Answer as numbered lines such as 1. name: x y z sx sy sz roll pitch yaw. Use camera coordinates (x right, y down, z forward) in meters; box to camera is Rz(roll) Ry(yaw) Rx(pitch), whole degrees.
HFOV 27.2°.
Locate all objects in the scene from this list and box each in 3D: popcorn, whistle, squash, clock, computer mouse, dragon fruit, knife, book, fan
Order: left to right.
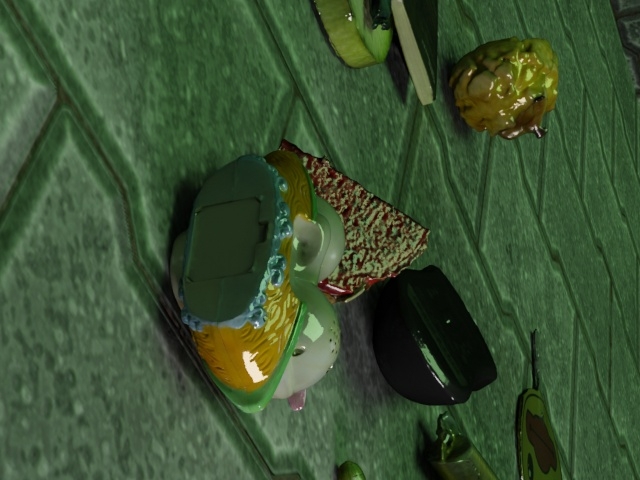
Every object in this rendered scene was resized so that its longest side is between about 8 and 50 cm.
1. clock: -0.039 0.027 0.997 0.144 0.103 0.231 54 35 -51
2. dragon fruit: 0.000 0.000 1.147 0.162 0.083 0.106 33 61 -19
3. squash: 0.030 -0.291 1.408 0.219 0.041 0.219 -8 90 -73
4. squash: 0.033 0.238 1.183 0.027 0.027 0.083 -10 91 -69
5. knife: 0.062 -0.349 1.422 0.044 0.026 0.296 32 51 -54
6. book: 0.112 -0.292 1.583 0.228 0.024 0.160 -84 159 -44
7. computer mouse: 0.102 0.102 1.340 0.147 0.088 0.264 63 20 8
8. whistle: 0.189 0.299 1.510 0.326 0.057 0.068 56 29 -45
9. popcorn: 0.250 -0.207 1.773 0.167 0.148 0.152 -16 61 -41
10. fan: 0.315 0.281 1.896 0.229 0.011 0.335 48 38 -54
